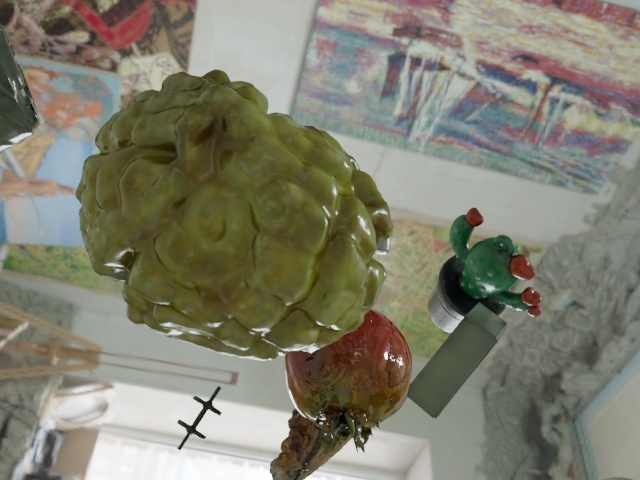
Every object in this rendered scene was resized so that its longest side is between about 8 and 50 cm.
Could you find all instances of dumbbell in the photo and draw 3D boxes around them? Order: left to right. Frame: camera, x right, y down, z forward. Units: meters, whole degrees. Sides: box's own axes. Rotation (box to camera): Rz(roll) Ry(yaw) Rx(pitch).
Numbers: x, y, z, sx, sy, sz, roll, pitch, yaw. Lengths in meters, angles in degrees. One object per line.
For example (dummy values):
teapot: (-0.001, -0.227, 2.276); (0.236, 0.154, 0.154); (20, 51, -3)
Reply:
dumbbell: (-0.246, 0.361, 1.453); (0.147, 0.069, 0.069); (-57, 180, -17)

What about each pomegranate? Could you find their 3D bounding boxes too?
pomegranate: (0.040, 0.210, 1.123); (0.210, 0.210, 0.235); (110, -8, -51)

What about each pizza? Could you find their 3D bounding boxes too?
pizza: (0.033, 0.356, 1.521); (0.408, 0.114, 0.277); (-52, 151, -9)

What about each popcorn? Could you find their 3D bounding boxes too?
popcorn: (-0.074, -0.018, 0.623); (0.270, 0.258, 0.224); (36, -76, 52)

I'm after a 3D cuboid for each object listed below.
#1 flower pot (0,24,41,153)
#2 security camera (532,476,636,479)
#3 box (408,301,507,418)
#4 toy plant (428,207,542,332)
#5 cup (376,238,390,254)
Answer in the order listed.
flower pot: (-0.439, -0.185, 0.887); (0.235, 0.141, 0.235); (159, -90, -77)
security camera: (0.434, 0.481, 1.156); (0.277, 0.191, 0.196); (-27, -101, 34)
box: (0.288, 0.250, 1.504); (0.225, 0.086, 0.129); (-57, 164, 20)
toy plant: (0.384, 0.093, 1.758); (0.400, 0.186, 0.279); (110, -32, -64)
cup: (0.000, 0.000, 1.527); (0.167, 0.300, 0.173); (59, 38, -65)
